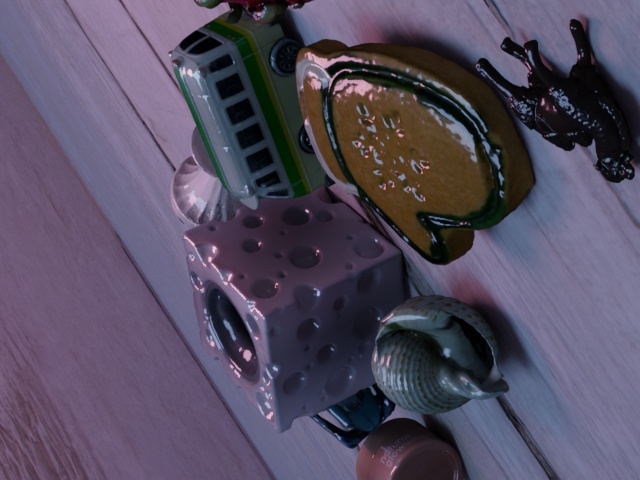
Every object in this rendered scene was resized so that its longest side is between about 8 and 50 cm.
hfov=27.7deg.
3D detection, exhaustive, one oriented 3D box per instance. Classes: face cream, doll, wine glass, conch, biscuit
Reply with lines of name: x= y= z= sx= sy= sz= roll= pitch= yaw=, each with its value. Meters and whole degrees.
face cream: x=0.146 y=0.377 z=2.125 sx=0.104 sy=0.149 sz=0.149 roll=29 pitch=146 yaw=56
doll: x=0.232 y=-0.123 z=1.209 sx=0.165 sy=0.057 sz=0.139 roll=56 pitch=160 yaw=-9
wine glass: x=-0.162 y=-0.116 z=2.151 sx=0.165 sy=0.165 sz=0.196 roll=53 pitch=155 yaw=16
conch: x=0.165 y=0.149 z=1.727 sx=0.200 sy=0.131 sz=0.172 roll=5 pitch=109 yaw=20
biscuit: x=0.100 y=-0.095 z=1.502 sx=0.344 sy=0.057 sz=0.287 roll=21 pitch=138 yaw=46

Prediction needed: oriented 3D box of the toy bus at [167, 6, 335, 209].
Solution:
toy bus: x=-0.095 y=-0.180 z=1.825 sx=0.134 sy=0.165 sz=0.276 roll=35 pitch=151 yaw=54

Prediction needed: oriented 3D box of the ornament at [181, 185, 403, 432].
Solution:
ornament: x=-0.037 y=0.093 z=1.949 sx=0.240 sy=0.240 sz=0.239 roll=42 pitch=147 yaw=42

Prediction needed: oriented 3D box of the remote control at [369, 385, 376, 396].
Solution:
remote control: x=0.074 y=0.170 z=2.153 sx=0.097 sy=0.045 sz=0.256 roll=27 pitch=142 yaw=48

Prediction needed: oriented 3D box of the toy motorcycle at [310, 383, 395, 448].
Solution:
toy motorcycle: x=0.010 y=0.222 z=2.125 sx=0.260 sy=0.154 sz=0.206 roll=43 pitch=173 yaw=44

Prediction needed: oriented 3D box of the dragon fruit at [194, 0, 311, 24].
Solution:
dragon fruit: x=-0.056 y=-0.353 z=1.419 sx=0.198 sy=0.273 sz=0.218 roll=3 pitch=132 yaw=14
